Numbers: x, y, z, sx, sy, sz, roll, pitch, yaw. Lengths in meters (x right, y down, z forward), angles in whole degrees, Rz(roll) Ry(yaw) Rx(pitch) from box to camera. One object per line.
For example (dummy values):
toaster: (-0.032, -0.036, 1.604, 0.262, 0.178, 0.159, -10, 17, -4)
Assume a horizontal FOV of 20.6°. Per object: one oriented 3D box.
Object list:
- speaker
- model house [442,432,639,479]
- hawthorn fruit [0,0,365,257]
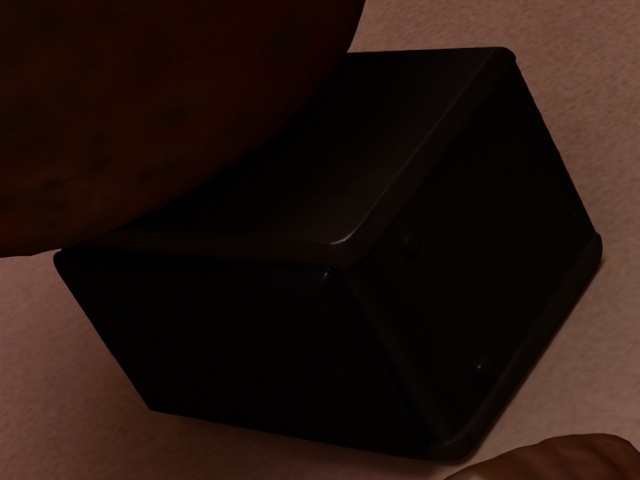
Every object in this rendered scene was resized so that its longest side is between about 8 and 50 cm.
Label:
speaker: (0.000, 0.000, 0.965, 0.231, 0.153, 0.192, 3, 44, 43)
model house: (0.163, 0.172, 0.413, 0.295, 0.329, 0.252, -31, 27, 1)
hawthorn fruit: (-0.130, -0.188, 0.867, 0.403, 0.403, 0.403, -21, 32, 14)
